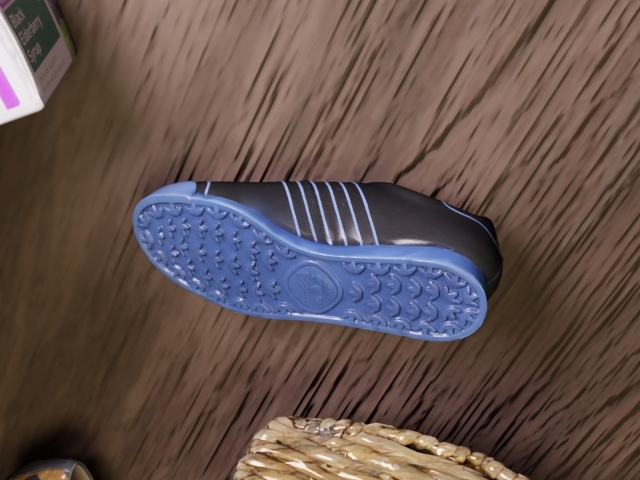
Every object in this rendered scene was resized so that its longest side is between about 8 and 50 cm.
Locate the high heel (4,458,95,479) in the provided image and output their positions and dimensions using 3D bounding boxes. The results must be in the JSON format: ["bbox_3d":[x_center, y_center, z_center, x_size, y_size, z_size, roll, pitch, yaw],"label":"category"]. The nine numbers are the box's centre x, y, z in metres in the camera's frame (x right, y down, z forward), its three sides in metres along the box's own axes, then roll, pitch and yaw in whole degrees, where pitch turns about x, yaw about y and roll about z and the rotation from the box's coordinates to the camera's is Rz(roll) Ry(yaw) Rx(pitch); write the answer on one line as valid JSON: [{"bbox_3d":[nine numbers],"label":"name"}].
[{"bbox_3d":[-0.152,0.279,0.691,0.261,0.093,0.186,32,121,-11],"label":"high heel"}]

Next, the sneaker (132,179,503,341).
[{"bbox_3d":[0.000,0.000,0.559,0.232,0.090,0.081,14,123,13],"label":"sneaker"}]

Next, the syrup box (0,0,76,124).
[{"bbox_3d":[-0.265,-0.088,0.470,0.237,0.093,0.096,-17,119,7],"label":"syrup box"}]

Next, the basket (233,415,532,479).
[{"bbox_3d":[0.065,0.271,0.632,0.299,0.213,0.223,21,154,16],"label":"basket"}]
